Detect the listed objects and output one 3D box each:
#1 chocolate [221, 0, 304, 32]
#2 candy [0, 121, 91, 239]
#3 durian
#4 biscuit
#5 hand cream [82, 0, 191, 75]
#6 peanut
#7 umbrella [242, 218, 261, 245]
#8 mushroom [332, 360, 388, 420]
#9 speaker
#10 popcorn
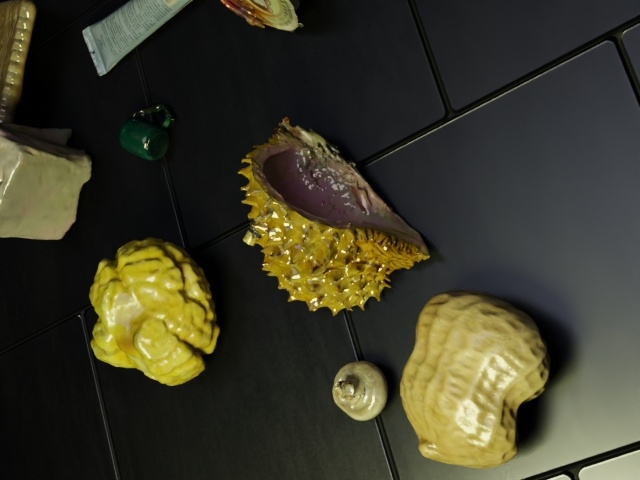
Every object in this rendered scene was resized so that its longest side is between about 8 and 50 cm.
[{"bbox_3d":[-0.085,-0.430,1.704,0.221,0.221,0.147,21,73,34],"label":"chocolate"},{"bbox_3d":[-0.503,-0.104,1.917,0.137,0.195,0.185,32,104,32],"label":"candy"},{"bbox_3d":[-0.012,0.000,1.623,0.305,0.185,0.196,39,127,12],"label":"durian"},{"bbox_3d":[-0.580,-0.273,2.045,0.217,0.044,0.325,13,91,56],"label":"biscuit"},{"bbox_3d":[-0.297,-0.380,1.899,0.271,0.058,0.091,-29,80,31],"label":"hand cream"},{"bbox_3d":[0.193,0.183,1.466,0.196,0.110,0.233,24,96,34],"label":"peanut"},{"bbox_3d":[-0.075,-0.055,1.716,0.037,0.040,0.144,36,105,19],"label":"umbrella"},{"bbox_3d":[0.049,0.208,1.575,0.085,0.079,0.085,-7,77,32],"label":"mushroom"},{"bbox_3d":[-0.283,-0.183,1.857,0.075,0.060,0.095,24,98,32],"label":"speaker"},{"bbox_3d":[-0.258,0.112,1.754,0.200,0.226,0.203,-55,9,-22],"label":"popcorn"}]
